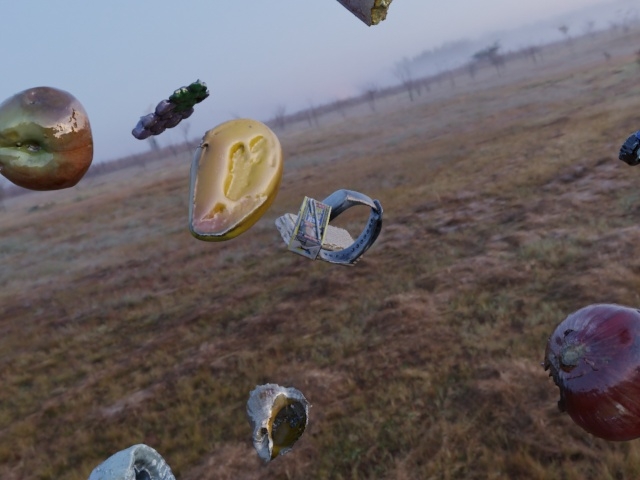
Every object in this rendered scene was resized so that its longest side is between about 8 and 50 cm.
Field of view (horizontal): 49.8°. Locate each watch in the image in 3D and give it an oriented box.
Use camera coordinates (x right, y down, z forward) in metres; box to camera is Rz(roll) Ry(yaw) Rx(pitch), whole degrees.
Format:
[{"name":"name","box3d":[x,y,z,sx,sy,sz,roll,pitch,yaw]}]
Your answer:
[{"name":"watch","box3d":[0.064,-0.035,1.745,0.206,0.193,0.068,-39,40,16]}]

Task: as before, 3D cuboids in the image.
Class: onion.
[{"name":"onion","box3d":[0.727,0.308,1.715,0.341,0.342,0.341,-18,8,2]}]

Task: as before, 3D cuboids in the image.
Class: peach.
[{"name":"peach","box3d":[-0.569,-0.219,1.417,0.214,0.214,0.235,-18,30,-3]}]

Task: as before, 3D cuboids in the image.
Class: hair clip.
[{"name":"hair clip","box3d":[-0.307,-0.271,1.405,0.195,0.052,0.124,-32,-1,24]}]

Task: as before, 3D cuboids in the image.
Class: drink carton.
[{"name":"drink carton","box3d":[-0.023,-0.032,1.574,0.166,0.071,0.056,-77,13,-53]}]

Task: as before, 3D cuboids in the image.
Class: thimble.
[{"name":"thimble","box3d":[-0.525,0.683,1.893,0.171,0.205,0.250,-33,-29,8]}]

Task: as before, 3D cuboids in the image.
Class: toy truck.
[{"name":"toy truck","box3d":[0.713,-0.185,1.378,0.208,0.126,0.113,-5,42,-37]}]

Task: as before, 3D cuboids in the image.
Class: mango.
[{"name":"mango","box3d":[-0.095,-0.067,0.756,0.066,0.101,0.188,-53,16,49]}]

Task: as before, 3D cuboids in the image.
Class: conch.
[{"name":"conch","box3d":[-0.116,0.495,1.879,0.178,0.163,0.245,-27,33,22]}]

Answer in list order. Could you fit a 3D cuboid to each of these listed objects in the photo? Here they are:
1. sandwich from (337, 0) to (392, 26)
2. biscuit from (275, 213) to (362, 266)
[{"name":"sandwich","box3d":[0.085,-0.483,1.331,0.058,0.163,0.193,-11,-10,-26]},{"name":"biscuit","box3d":[0.000,0.000,2.379,0.078,0.144,0.426,-42,-25,18]}]
